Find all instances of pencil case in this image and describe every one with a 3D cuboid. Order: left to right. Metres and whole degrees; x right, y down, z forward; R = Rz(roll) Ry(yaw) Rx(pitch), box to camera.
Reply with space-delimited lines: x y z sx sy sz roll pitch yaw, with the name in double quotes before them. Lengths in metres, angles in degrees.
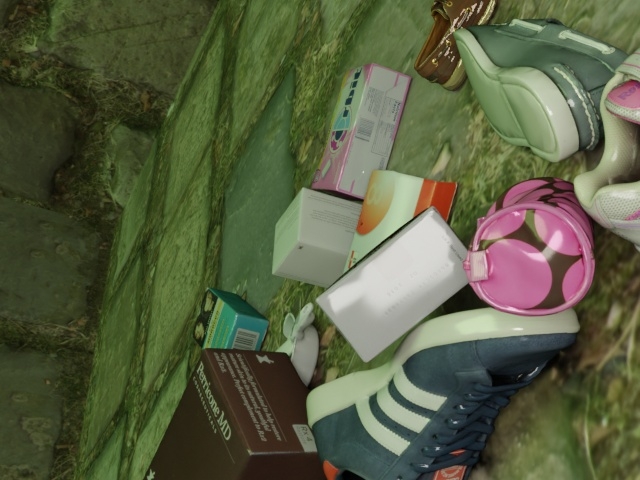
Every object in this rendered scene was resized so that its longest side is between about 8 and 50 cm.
"pencil case" 0.163 0.002 0.769 0.209 0.098 0.095 -25 -62 -75

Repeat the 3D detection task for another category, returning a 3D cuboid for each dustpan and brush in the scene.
"dustpan and brush" -0.034 0.145 1.361 0.211 0.060 0.147 130 151 -48

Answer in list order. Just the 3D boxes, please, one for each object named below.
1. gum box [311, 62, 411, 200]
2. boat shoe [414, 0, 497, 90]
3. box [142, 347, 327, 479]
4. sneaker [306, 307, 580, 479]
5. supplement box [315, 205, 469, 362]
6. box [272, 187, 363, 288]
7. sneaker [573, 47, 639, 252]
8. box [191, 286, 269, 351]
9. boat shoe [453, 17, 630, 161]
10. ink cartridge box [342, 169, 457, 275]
"gum box" 0.056 -0.151 1.356 0.107 0.062 0.188 -167 94 -71
"boat shoe" 0.163 -0.268 1.161 0.064 0.060 0.177 -136 64 -69
"box" -0.135 0.346 1.301 0.381 0.143 0.191 -63 37 25
"sneaker" 0.112 0.165 0.881 0.350 0.131 0.148 -42 52 53
"supplement box" 0.076 0.033 0.927 0.130 0.073 0.239 -39 -3 5
"box" 0.000 0.000 1.326 0.102 0.101 0.087 129 151 -51
"sneaker" 0.260 -0.101 0.676 0.103 0.111 0.252 -132 61 -68
"box" -0.159 0.153 1.700 0.244 0.060 0.100 -158 85 -71
"boat shoe" 0.209 -0.156 0.941 0.099 0.116 0.319 -26 20 2
"ink cartridge box" 0.090 -0.009 1.176 0.179 0.045 0.145 -165 91 -73
